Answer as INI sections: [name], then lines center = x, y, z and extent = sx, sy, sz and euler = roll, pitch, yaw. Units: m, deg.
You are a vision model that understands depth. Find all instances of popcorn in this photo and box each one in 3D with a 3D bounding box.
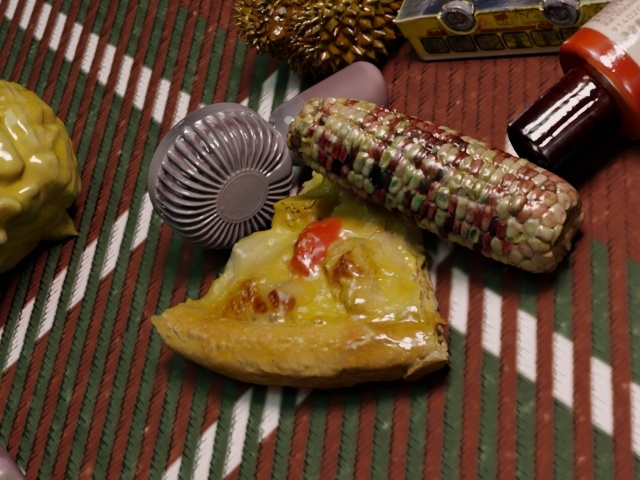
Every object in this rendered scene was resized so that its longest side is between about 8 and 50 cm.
[popcorn]
center = -0.351, -0.042, 1.473
extent = 0.249, 0.249, 0.225
euler = -34, 71, 1

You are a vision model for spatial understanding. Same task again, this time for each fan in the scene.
[fan]
center = -0.042, -0.085, 1.376
extent = 0.244, 0.130, 0.074
euler = -32, 44, -17

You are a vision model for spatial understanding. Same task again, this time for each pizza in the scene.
[pizza]
center = 0.000, 0.000, 1.293
extent = 0.280, 0.075, 0.287
euler = -6, 50, 28

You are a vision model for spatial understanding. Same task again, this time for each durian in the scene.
[durian]
center = 0.009, -0.230, 1.464
extent = 0.158, 0.137, 0.168
euler = 35, 60, 27

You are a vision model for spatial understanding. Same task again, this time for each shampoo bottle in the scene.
[shampoo bottle]
center = 0.271, -0.156, 1.239
extent = 0.278, 0.104, 0.104
euler = -41, 42, -6

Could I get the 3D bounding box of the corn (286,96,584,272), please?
[corn]
center = 0.091, -0.052, 1.226
extent = 0.253, 0.086, 0.086
euler = 24, 66, 21

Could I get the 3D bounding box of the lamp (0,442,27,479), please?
[lamp]
center = -0.414, 0.234, 1.271
extent = 0.301, 0.247, 0.247
euler = -37, 10, -12

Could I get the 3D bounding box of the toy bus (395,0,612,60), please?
[toy bus]
center = 0.181, -0.213, 1.373
extent = 0.226, 0.074, 0.081
euler = -1, 51, 33
